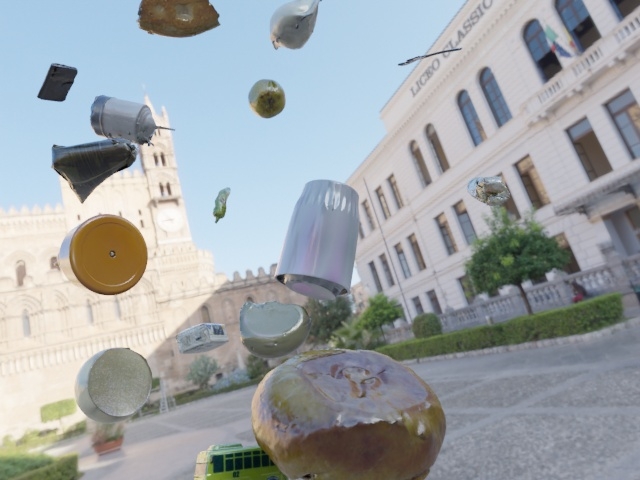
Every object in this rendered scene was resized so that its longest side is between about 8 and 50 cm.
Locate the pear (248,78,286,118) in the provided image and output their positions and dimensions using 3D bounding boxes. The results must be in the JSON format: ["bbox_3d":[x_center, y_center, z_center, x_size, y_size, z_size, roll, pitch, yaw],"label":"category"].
[{"bbox_3d":[-0.208,-0.551,1.725,0.148,0.162,0.149,-7,-51,-9],"label":"pear"}]

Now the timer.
[{"bbox_3d":[-0.393,0.030,0.750,0.152,0.132,0.132,-7,-7,34],"label":"timer"}]

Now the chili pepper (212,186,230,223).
[{"bbox_3d":[-0.297,-0.127,1.350,0.043,0.208,0.049,-26,-59,18],"label":"chili pepper"}]

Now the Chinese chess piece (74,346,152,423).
[{"bbox_3d":[-0.344,0.240,0.740,0.051,0.122,0.122,-28,-18,30],"label":"Chinese chess piece"}]

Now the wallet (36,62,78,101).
[{"bbox_3d":[-0.795,-0.476,1.340,0.156,0.018,0.082,-32,-15,36],"label":"wallet"}]

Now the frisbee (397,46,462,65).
[{"bbox_3d":[0.310,-0.562,1.365,0.211,0.012,0.187,0,22,39],"label":"frisbee"}]

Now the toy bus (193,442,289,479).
[{"bbox_3d":[-0.156,0.449,0.864,0.175,0.101,0.088,9,-28,-29],"label":"toy bus"}]

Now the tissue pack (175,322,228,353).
[{"bbox_3d":[-0.205,0.171,0.773,0.062,0.042,0.083,-24,-16,5],"label":"tissue pack"}]

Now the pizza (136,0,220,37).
[{"bbox_3d":[-0.337,-0.542,1.004,0.182,0.161,0.062,-22,25,-10],"label":"pizza"}]

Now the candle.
[{"bbox_3d":[-0.814,-0.513,1.932,0.330,0.187,0.187,12,-17,-1],"label":"candle"}]

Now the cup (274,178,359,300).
[{"bbox_3d":[0.000,0.000,1.499,0.253,0.372,0.253,10,-18,3],"label":"cup"}]

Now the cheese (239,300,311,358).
[{"bbox_3d":[-0.124,0.247,1.251,0.202,0.175,0.091,-4,-44,-7],"label":"cheese"}]

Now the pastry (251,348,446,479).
[{"bbox_3d":[0.050,0.319,0.821,0.355,0.164,0.356,5,10,-1],"label":"pastry"}]

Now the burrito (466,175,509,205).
[{"bbox_3d":[0.291,-0.088,0.782,0.045,0.058,0.188,-28,1,13],"label":"burrito"}]

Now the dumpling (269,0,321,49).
[{"bbox_3d":[-0.079,-0.840,1.688,0.243,0.227,0.175,11,-30,25],"label":"dumpling"}]

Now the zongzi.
[{"bbox_3d":[-0.683,-0.218,1.410,0.247,0.111,0.241,-14,-27,-13],"label":"zongzi"}]
